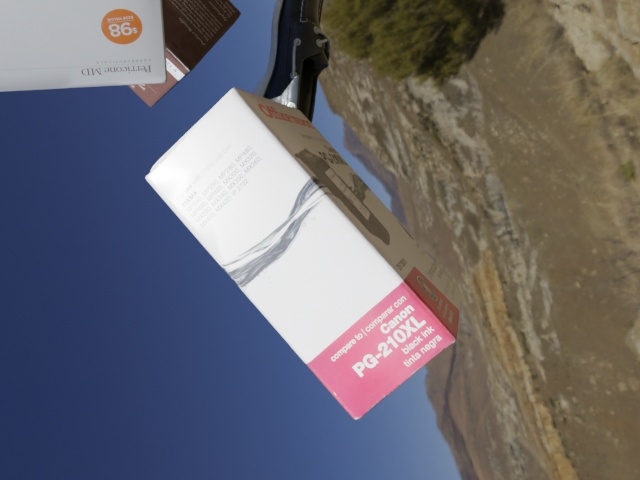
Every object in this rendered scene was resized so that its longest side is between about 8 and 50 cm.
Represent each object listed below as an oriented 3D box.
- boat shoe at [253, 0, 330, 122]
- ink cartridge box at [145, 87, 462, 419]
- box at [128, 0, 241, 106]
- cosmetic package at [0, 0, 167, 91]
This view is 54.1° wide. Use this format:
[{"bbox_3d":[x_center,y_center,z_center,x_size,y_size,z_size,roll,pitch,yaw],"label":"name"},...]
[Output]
[{"bbox_3d":[-0.029,-0.275,0.960,0.114,0.091,0.302,-6,-69,-70],"label":"boat shoe"},{"bbox_3d":[0.000,0.000,0.515,0.237,0.100,0.172,49,-166,5],"label":"ink cartridge box"},{"bbox_3d":[-0.295,-0.402,1.188,0.168,0.167,0.203,45,-126,-21],"label":"box"},{"bbox_3d":[-0.366,-0.301,0.671,0.284,0.377,0.097,101,157,-49],"label":"cosmetic package"}]
